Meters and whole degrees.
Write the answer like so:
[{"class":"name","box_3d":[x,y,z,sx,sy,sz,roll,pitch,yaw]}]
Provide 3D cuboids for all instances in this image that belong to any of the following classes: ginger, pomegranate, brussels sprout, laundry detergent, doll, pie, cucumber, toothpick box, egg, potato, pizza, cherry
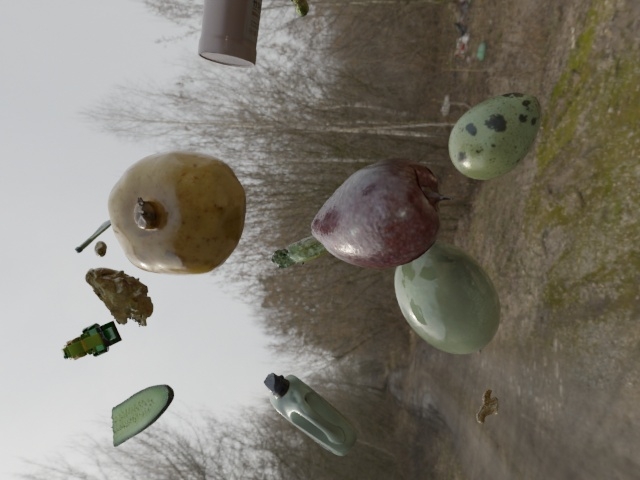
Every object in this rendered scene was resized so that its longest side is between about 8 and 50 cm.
[{"class":"ginger","box_3d":[0.444,0.440,1.123,0.030,0.048,0.097,56,-128,-30]},{"class":"pomegranate","box_3d":[-0.347,-0.062,1.032,0.342,0.343,0.342,6,-90,-82]},{"class":"brussels sprout","box_3d":[-0.055,-0.614,1.092,0.083,0.046,0.051,51,-164,-36]},{"class":"laundry detergent","box_3d":[-0.040,0.455,1.162,0.105,0.215,0.280,-48,-61,-16]},{"class":"doll","box_3d":[-0.763,0.338,1.428,0.106,0.186,0.134,67,166,-3]},{"class":"pie","box_3d":[0.007,-0.004,1.226,0.066,0.303,0.302,64,-168,-4]},{"class":"cucumber","box_3d":[-0.520,0.508,1.276,0.063,0.244,0.115,27,-146,-59]},{"class":"toothpick box","box_3d":[-0.147,-0.375,0.708,0.098,0.098,0.148,-44,-36,-77]},{"class":"egg","box_3d":[0.356,0.161,1.204,0.352,0.258,0.258,48,-158,-10]},{"class":"egg","box_3d":[0.413,-0.248,1.013,0.228,0.177,0.177,-44,16,32]},{"class":"potato","box_3d":[-0.832,0.035,1.619,0.046,0.045,0.092,-56,36,13]},{"class":"pizza","box_3d":[-0.662,0.186,1.468,0.223,0.089,0.323,54,177,16]},{"class":"cherry","box_3d":[0.117,-0.050,0.851,0.203,0.300,0.230,57,-149,-28]}]

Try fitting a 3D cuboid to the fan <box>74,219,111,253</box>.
[{"class":"fan","box_3d":[-0.578,-0.016,1.102,0.193,0.038,0.016,-96,-15,-66]}]
